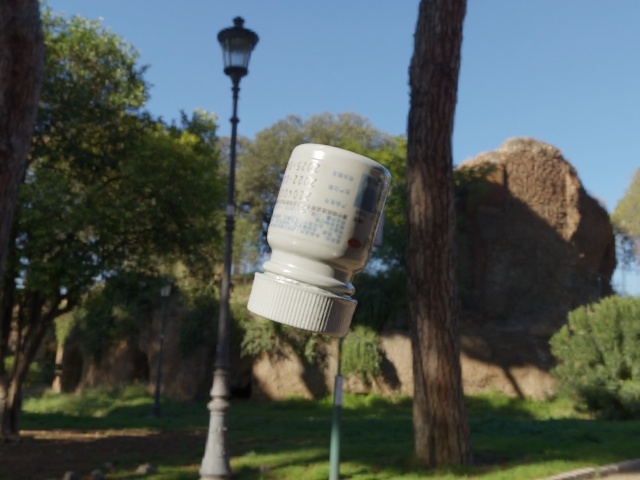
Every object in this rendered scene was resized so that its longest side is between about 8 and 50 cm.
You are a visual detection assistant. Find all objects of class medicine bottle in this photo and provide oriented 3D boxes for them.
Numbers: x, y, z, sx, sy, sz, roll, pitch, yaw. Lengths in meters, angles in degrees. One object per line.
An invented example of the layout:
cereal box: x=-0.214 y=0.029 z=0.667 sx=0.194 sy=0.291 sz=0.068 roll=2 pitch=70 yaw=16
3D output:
medicine bottle: x=0.000 y=0.000 z=0.624 sx=0.105 sy=0.168 sz=0.105 roll=16 pitch=-2 yaw=1
